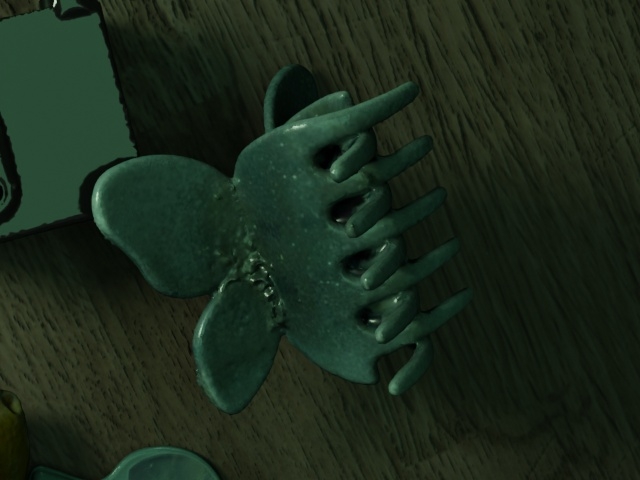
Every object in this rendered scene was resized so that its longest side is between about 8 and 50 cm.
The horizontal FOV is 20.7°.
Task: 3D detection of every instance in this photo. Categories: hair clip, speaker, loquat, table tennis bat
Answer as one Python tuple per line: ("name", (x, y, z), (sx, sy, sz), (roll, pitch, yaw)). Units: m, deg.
("hair clip", (0.000, 0.000, 1.869), (0.392, 0.238, 0.318), (-34, 114, -48))
("speaker", (-0.326, -0.134, 1.877), (0.232, 0.184, 0.254), (-14, 96, -14))
("loquat", (-0.391, 0.245, 1.887), (0.152, 0.152, 0.195), (40, 88, -12))
("table tennis bat", (-0.218, 0.298, 1.989), (0.237, 0.038, 0.149), (16, 87, -17))
